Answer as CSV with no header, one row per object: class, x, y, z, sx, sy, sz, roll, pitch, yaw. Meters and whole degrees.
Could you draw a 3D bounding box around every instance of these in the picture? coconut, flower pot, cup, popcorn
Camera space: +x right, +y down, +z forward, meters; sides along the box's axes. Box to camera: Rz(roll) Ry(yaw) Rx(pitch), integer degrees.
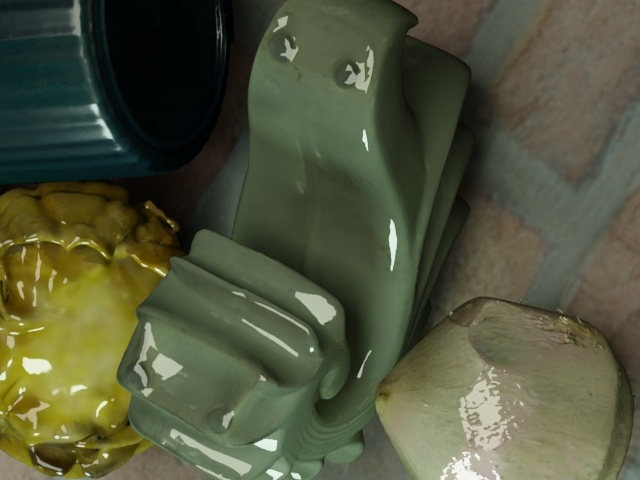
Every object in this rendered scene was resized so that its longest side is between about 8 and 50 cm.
coconut,0.130,0.121,1.292,0.183,0.171,0.171,14,95,-18
flower pot,0.000,0.000,1.326,0.164,0.254,0.367,25,96,24
cup,-0.231,-0.149,1.389,0.292,0.308,0.242,-2,69,25
popcorn,-0.210,0.064,1.440,0.250,0.190,0.250,1,102,6

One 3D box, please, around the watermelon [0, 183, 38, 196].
watermelon,-0.291,-0.032,1.536,0.187,0.139,0.071,-10,55,22
